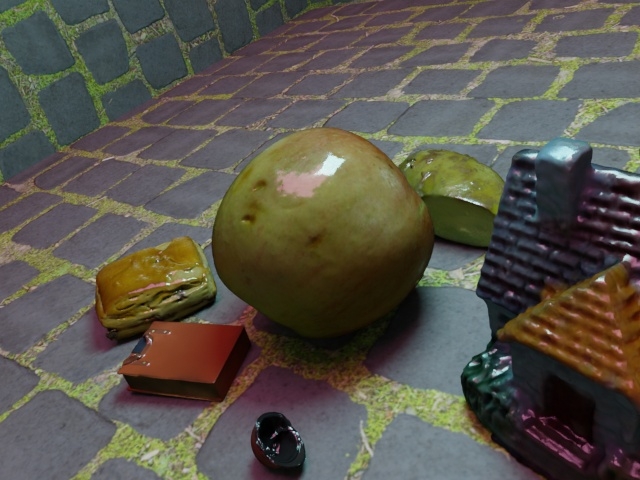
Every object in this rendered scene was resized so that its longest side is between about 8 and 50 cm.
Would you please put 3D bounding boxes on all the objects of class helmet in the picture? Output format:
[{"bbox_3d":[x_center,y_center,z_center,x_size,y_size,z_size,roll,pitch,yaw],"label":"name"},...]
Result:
[{"bbox_3d":[-0.062,0.277,0.735,0.065,0.049,0.084,-1,45,-44],"label":"helmet"}]

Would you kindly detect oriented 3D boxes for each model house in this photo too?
[{"bbox_3d":[0.345,0.072,0.585,0.297,0.339,0.360,-32,35,-24],"label":"model house"}]

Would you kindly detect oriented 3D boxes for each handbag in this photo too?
[{"bbox_3d":[-0.229,0.199,0.927,0.190,0.063,0.127,0,37,19],"label":"handbag"}]

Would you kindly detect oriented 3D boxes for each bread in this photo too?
[{"bbox_3d":[-0.339,0.085,1.108,0.235,0.099,0.210,-24,33,-11],"label":"bread"}]

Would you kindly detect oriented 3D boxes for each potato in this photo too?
[{"bbox_3d":[0.251,-0.087,1.047,0.176,0.141,0.298,-36,35,-11],"label":"potato"}]

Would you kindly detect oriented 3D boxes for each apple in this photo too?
[{"bbox_3d":[0.000,0.000,0.872,0.305,0.338,0.338,-48,39,-9],"label":"apple"}]

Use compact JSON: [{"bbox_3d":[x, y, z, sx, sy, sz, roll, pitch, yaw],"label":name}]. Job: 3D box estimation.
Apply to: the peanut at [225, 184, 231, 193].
[{"bbox_3d":[-0.120,-0.054,1.171,0.152,0.152,0.313,-25,34,-12],"label":"peanut"}]
